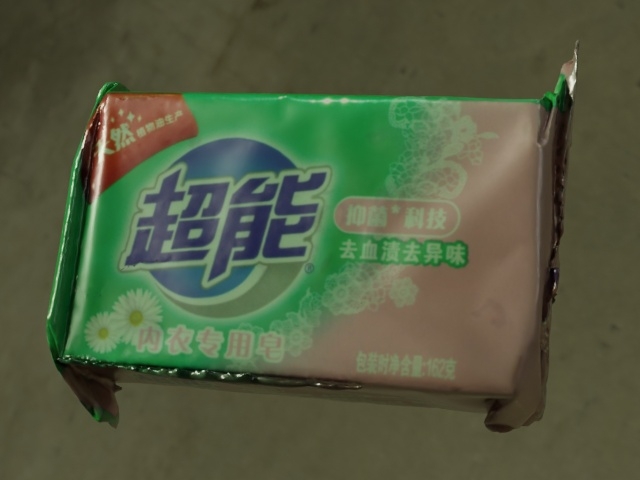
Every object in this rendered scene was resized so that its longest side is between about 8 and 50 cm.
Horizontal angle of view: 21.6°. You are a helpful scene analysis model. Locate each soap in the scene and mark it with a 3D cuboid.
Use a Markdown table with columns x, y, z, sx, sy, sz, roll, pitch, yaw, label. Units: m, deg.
| x | y | z | sx | sy | sz | roll | pitch | yaw | label |
| --- | --- | --- | --- | --- | --- | --- | --- | --- | --- |
| 0.001 | 0.001 | 0.904 | 0.273 | 0.098 | 0.218 | 4 | 75 | 18 | soap |
